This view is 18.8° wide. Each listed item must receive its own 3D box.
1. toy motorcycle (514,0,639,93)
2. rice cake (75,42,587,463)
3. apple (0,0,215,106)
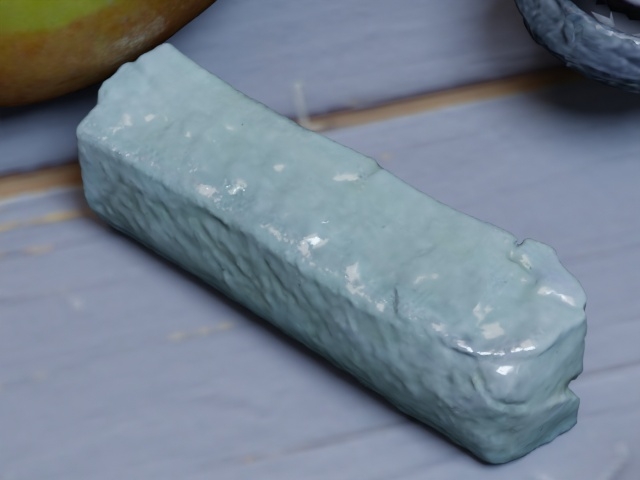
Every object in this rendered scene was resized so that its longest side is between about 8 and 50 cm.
[{"bbox_3d":[0.163,-0.196,0.764,0.223,0.108,0.341,-3,55,-7],"label":"toy motorcycle"},{"bbox_3d":[0.001,0.000,0.666,0.206,0.069,0.063,32,64,20],"label":"rice cake"},{"bbox_3d":[-0.124,-0.176,0.713,0.261,0.194,0.261,0,59,1],"label":"apple"}]
